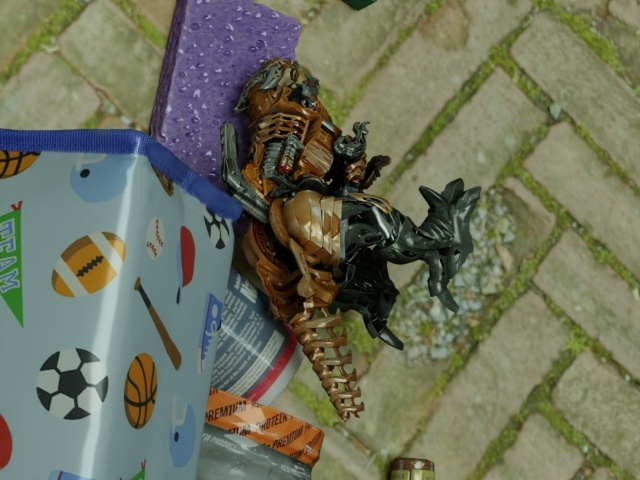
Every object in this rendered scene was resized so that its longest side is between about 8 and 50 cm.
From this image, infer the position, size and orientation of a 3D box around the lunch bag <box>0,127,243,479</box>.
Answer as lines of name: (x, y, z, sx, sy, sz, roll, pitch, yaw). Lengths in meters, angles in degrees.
lunch bag: (-0.278, 0.092, 1.336, 0.239, 0.385, 0.328, 43, 52, -65)

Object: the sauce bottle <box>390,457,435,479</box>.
sauce bottle: (0.080, 0.262, 1.671, 0.042, 0.042, 0.128, 12, 77, -28)

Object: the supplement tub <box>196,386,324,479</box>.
supplement tub: (-0.117, 0.274, 1.438, 0.193, 0.193, 0.316, 23, 79, -25)

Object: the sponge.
sponge: (-0.089, -0.119, 1.644, 0.117, 0.031, 0.210, 20, 71, -27)

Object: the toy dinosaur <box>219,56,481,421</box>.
toy dinosaur: (0.000, 0.000, 1.577, 0.218, 0.164, 0.322, 18, 72, -37)

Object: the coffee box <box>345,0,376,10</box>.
coffee box: (0.039, -0.323, 1.751, 0.113, 0.040, 0.184, 34, 65, -21)

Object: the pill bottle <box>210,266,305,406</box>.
pill bottle: (-0.108, 0.062, 1.555, 0.180, 0.108, 0.108, 40, 64, -19)
